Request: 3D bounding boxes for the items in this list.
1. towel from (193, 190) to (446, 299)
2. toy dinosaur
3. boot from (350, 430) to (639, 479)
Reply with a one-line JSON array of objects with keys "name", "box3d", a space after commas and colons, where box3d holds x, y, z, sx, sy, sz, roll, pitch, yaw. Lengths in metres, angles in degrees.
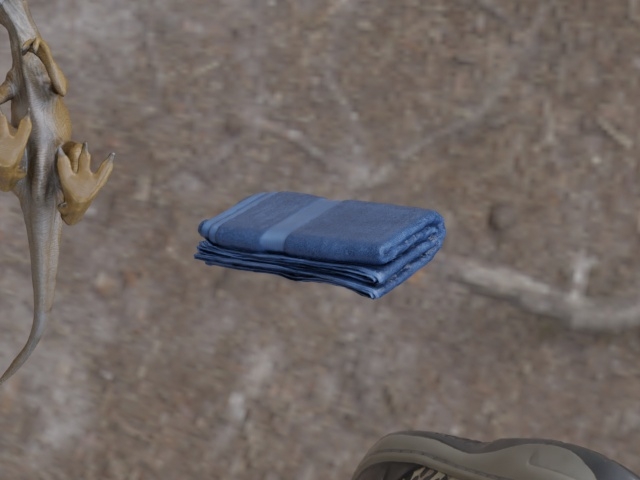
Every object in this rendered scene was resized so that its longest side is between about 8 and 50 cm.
[{"name": "towel", "box3d": [0.000, 0.000, 0.976, 0.067, 0.119, 0.029, -32, 120, -46]}, {"name": "toy dinosaur", "box3d": [-0.132, -0.029, 0.924, 0.064, 0.112, 0.211, -3, 95, -9]}, {"name": "boot", "box3d": [0.047, 0.258, 1.098, 0.138, 0.377, 0.284, 39, 71, -14]}]
